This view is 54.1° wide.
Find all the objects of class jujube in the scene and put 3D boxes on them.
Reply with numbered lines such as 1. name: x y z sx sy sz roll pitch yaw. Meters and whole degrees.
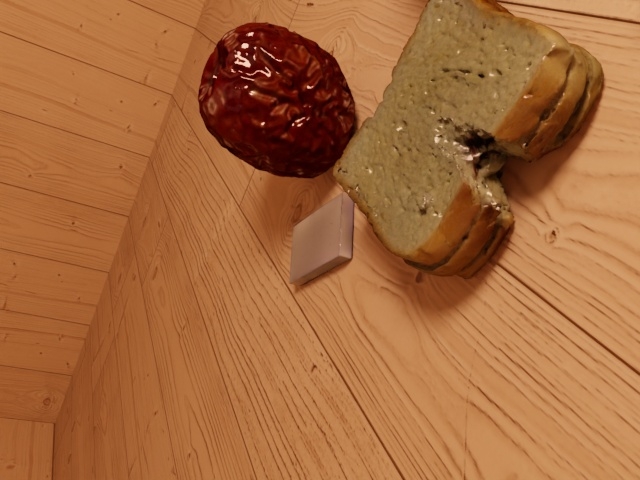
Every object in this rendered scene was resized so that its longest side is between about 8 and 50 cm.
1. jujube: -0.060 -0.209 0.951 0.213 0.232 0.213 -38 41 43

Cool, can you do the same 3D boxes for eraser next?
1. eraser: 0.000 0.000 0.950 0.150 0.023 0.104 -31 49 52

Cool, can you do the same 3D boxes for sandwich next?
1. sandwich: 0.143 -0.114 0.669 0.273 0.095 0.249 -60 33 23
